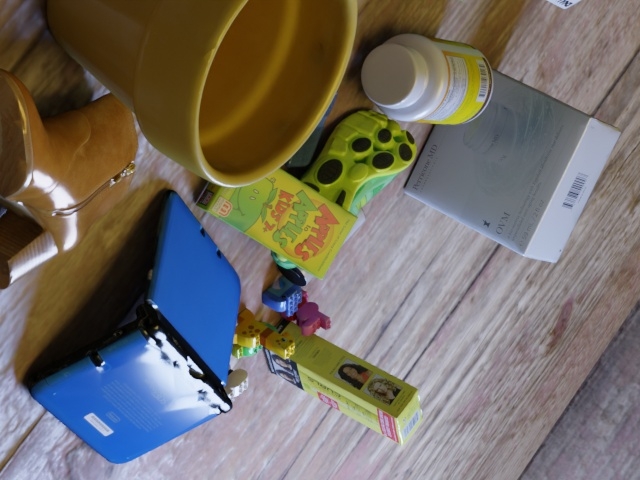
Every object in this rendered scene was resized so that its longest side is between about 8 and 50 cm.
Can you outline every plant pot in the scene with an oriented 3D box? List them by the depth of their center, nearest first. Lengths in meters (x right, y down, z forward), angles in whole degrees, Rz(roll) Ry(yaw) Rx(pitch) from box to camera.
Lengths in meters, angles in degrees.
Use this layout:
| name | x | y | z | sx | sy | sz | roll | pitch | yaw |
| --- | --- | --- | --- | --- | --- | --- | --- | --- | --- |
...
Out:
| name | x | y | z | sx | sy | sz | roll | pitch | yaw |
| --- | --- | --- | --- | --- | --- | --- | --- | --- | --- |
| plant pot | -0.131 | -0.212 | 1.698 | 0.254 | 0.239 | 0.254 | -42 | 148 | -35 |

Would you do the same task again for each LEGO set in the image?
| name | x | y | z | sx | sy | sz | roll | pitch | yaw |
| --- | --- | --- | --- | --- | --- | --- | --- | --- | --- |
| LEGO set | -0.061 | 0.132 | 2.328 | 0.227 | 0.093 | 0.087 | -41 | 147 | -35 |

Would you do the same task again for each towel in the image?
| name | x | y | z | sx | sy | sz | roll | pitch | yaw |
| --- | --- | --- | --- | --- | --- | --- | --- | --- | --- |
| towel | -0.018 | -0.153 | 2.197 | 0.067 | 0.029 | 0.119 | -3 | 118 | -60 |

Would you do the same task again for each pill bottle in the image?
| name | x | y | z | sx | sy | sz | roll | pitch | yaw |
| --- | --- | --- | --- | --- | --- | --- | --- | --- | --- |
| pill bottle | 0.141 | -0.217 | 2.316 | 0.215 | 0.117 | 0.117 | -2 | 117 | -60 |

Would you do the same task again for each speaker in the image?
| name | x | y | z | sx | sy | sz | roll | pitch | yaw |
| --- | --- | --- | --- | --- | --- | --- | --- | --- | --- |
| speaker | 0.000 | 0.000 | 2.351 | 0.136 | 0.055 | 0.055 | -48 | 151 | -26 |

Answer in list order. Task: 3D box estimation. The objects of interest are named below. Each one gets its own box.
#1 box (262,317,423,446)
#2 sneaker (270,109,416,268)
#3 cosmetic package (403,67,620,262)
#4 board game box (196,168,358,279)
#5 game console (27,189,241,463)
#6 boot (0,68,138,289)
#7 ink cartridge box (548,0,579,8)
| name | x | y | z | sx | sy | sz | roll | pitch | yaw |
| --- | --- | --- | --- | --- | --- | --- | --- | --- | --- |
| box | 0.031 | 0.197 | 2.399 | 0.058 | 0.232 | 0.087 | -51 | 154 | -25 |
| sneaker | 0.020 | -0.072 | 2.293 | 0.295 | 0.109 | 0.123 | -45 | 178 | -37 |
| cosmetic package | 0.282 | -0.118 | 2.545 | 0.138 | 0.225 | 0.224 | 11 | 106 | -60 |
| board game box | -0.053 | -0.036 | 2.118 | 0.181 | 0.043 | 0.092 | 32 | 87 | -25 |
| game console | -0.219 | 0.114 | 2.106 | 0.250 | 0.173 | 0.293 | -27 | 150 | 2 |
| boot | -0.269 | -0.104 | 1.735 | 0.211 | 0.104 | 0.295 | -46 | 156 | -38 |
| ink cartridge box | 0.279 | -0.364 | 2.296 | 0.255 | 0.097 | 0.189 | -29 | 165 | 23 |
